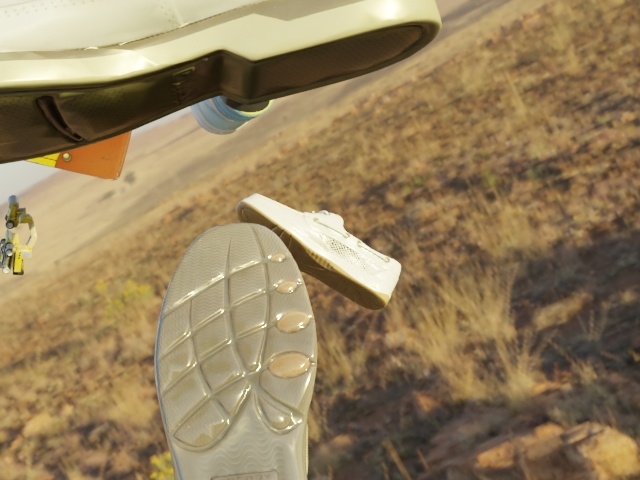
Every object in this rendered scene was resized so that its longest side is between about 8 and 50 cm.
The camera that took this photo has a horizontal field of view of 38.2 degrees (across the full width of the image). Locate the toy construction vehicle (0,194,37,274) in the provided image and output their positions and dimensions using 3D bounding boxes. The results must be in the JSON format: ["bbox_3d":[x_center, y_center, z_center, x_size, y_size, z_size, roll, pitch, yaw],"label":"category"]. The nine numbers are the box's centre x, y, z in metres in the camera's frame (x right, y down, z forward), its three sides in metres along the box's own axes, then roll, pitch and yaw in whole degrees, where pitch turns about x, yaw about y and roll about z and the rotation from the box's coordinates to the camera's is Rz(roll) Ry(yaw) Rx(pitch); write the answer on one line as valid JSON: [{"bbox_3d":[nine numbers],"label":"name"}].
[{"bbox_3d":[-0.378,0.000,1.155,0.035,0.098,0.086,7,21,-24],"label":"toy construction vehicle"}]

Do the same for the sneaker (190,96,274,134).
[{"bbox_3d":[-0.143,-0.318,1.348,0.127,0.319,0.208,-24,12,-23],"label":"sneaker"}]

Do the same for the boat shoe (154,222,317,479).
[{"bbox_3d":[-0.072,0.162,0.759,0.132,0.355,0.130,2,-22,-11],"label":"boat shoe"}]

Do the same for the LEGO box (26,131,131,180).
[{"bbox_3d":[-0.248,-0.360,0.983,0.193,0.500,0.372,13,16,-16],"label":"LEGO box"}]

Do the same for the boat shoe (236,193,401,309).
[{"bbox_3d":[0.000,0.000,1.447,0.096,0.277,0.098,-59,6,-26],"label":"boat shoe"}]

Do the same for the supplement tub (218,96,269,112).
[{"bbox_3d":[-0.074,-0.254,1.123,0.106,0.106,0.198,-38,-24,-44],"label":"supplement tub"}]

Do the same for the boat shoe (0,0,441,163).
[{"bbox_3d":[-0.101,-0.106,0.414,0.302,0.103,0.113,-14,-5,-17],"label":"boat shoe"}]
